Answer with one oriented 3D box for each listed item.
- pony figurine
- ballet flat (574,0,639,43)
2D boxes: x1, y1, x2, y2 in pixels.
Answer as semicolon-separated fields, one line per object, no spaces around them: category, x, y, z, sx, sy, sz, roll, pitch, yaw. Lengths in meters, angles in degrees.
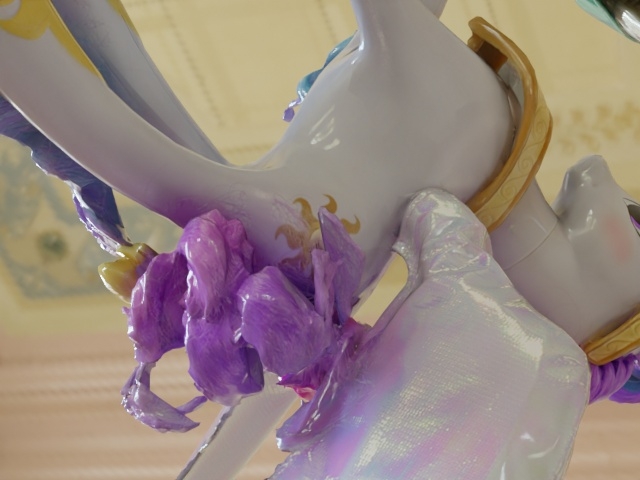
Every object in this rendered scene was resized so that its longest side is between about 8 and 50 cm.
pony figurine;0.000;0.000;0.668;0.363;0.351;0.303;50;-22;-14
ballet flat;0.168;-0.148;0.880;0.083;0.087;0.247;-36;-33;16
